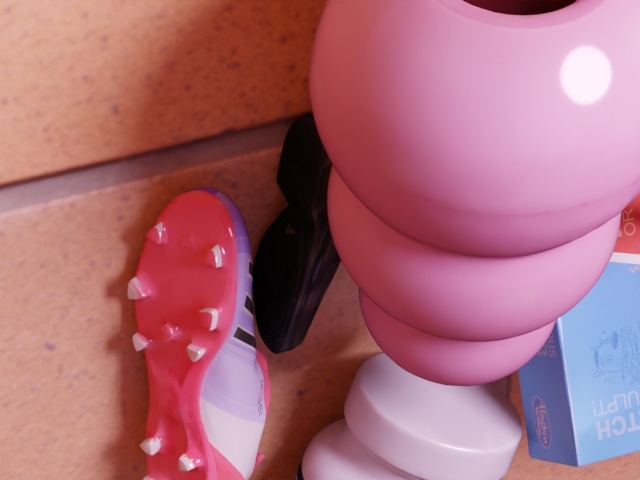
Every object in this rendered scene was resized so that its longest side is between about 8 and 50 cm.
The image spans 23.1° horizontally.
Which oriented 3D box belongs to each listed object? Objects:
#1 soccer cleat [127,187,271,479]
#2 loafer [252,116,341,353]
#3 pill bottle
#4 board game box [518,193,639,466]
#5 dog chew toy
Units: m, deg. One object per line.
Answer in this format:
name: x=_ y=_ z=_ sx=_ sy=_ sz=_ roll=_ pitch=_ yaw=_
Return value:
soccer cleat: x=-0.072 y=0.070 z=1.042 sx=0.095 sy=0.083 sz=0.248 roll=-31 pitch=133 yaw=-49
loafer: x=0.000 y=0.000 z=1.037 sx=0.061 sy=0.062 sz=0.170 roll=-3 pitch=123 yaw=-34
pill bottle: x=0.043 y=0.223 z=1.148 sx=0.153 sy=0.153 sz=0.265 roll=5 pitch=118 yaw=-32
board game box: x=0.281 y=0.011 z=1.128 sx=0.316 sy=0.064 sz=0.242 roll=-11 pitch=94 yaw=-24
dog chew toy: x=0.093 y=-0.036 z=0.931 sx=0.206 sy=0.207 sz=0.332 roll=-19 pitch=141 yaw=-18
